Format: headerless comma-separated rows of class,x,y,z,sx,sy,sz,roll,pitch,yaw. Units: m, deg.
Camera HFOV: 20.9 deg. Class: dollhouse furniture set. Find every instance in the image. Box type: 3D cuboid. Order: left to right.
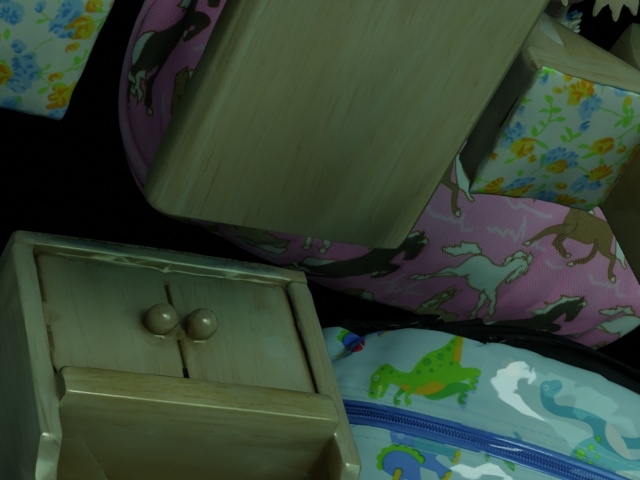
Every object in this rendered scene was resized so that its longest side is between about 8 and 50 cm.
dollhouse furniture set,0.000,0.000,0.679,0.362,0.394,0.256,9,41,-26

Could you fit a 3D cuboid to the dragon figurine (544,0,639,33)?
dragon figurine,0.151,-0.221,1.039,0.085,0.144,0.289,4,114,-13

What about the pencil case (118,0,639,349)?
pencil case,0.066,-0.047,1.018,0.386,0.167,0.160,22,39,-46

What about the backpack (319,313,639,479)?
backpack,0.123,0.169,0.965,0.355,0.290,0.273,44,67,-27
